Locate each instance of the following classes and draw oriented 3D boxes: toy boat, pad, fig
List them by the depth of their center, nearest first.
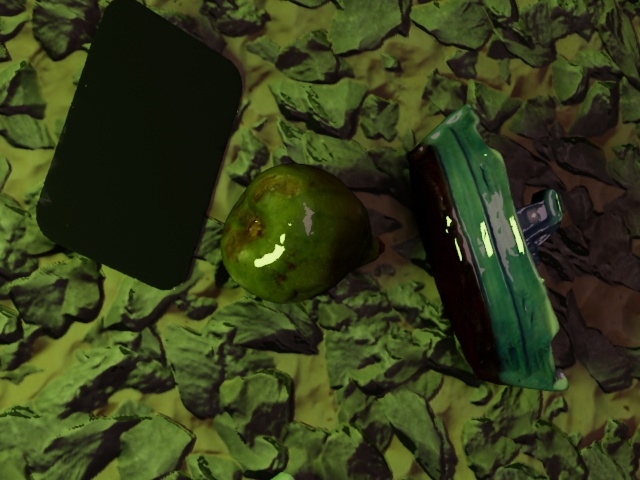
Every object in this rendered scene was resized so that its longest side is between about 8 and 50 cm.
[{"bbox_3d":[-0.236,-0.118,0.920,0.323,0.055,0.250,21,71,-17],"label":"pad"},{"bbox_3d":[-0.018,-0.003,0.974,0.126,0.185,0.133,10,87,17],"label":"fig"},{"bbox_3d":[0.188,0.009,1.027,0.142,0.129,0.309,-17,86,-11],"label":"toy boat"}]

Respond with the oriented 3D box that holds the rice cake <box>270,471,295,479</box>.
[{"bbox_3d":[0.005,0.297,0.940,0.042,0.030,0.180,-33,93,-29],"label":"rice cake"}]
